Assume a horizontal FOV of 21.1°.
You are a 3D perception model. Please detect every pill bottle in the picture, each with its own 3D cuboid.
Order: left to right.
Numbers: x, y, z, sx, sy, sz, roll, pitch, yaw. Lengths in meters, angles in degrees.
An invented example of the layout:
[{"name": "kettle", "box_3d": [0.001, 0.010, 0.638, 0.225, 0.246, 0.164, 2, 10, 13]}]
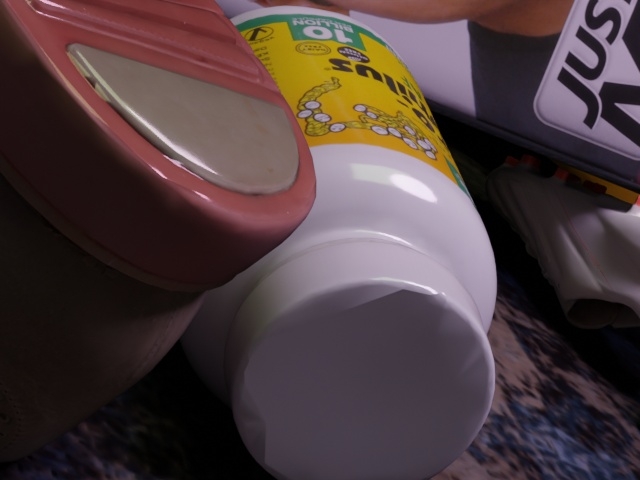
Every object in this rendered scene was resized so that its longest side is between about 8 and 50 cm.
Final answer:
[{"name": "pill bottle", "box_3d": [0.000, 0.000, 0.643, 0.117, 0.118, 0.208, 25, 22, -20]}]

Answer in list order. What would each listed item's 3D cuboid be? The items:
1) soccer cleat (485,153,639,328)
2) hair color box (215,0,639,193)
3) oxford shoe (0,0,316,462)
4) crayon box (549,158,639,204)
[{"name": "soccer cleat", "box_3d": [0.138, 0.005, 0.920, 0.068, 0.076, 0.196, 20, 4, -28]}, {"name": "hair color box", "box_3d": [0.088, -0.157, 0.907, 0.374, 0.185, 0.113, 22, 4, 0]}, {"name": "oxford shoe", "box_3d": [-0.169, -0.107, 0.548, 0.140, 0.146, 0.397, 3, 45, -54]}, {"name": "crayon box", "box_3d": [0.173, -0.107, 1.137, 0.323, 0.083, 0.203, 38, 17, -7]}]
